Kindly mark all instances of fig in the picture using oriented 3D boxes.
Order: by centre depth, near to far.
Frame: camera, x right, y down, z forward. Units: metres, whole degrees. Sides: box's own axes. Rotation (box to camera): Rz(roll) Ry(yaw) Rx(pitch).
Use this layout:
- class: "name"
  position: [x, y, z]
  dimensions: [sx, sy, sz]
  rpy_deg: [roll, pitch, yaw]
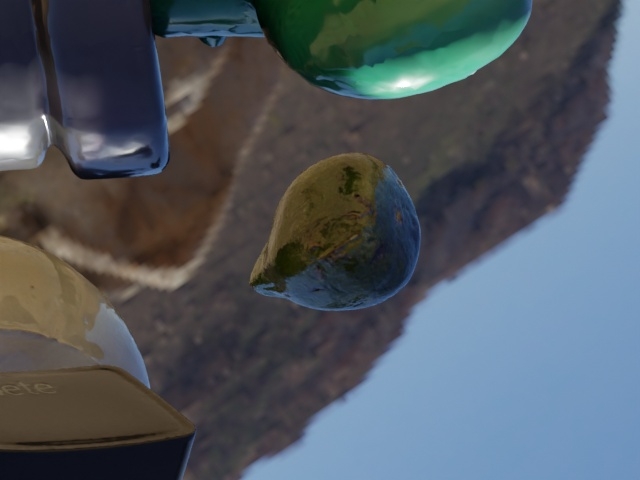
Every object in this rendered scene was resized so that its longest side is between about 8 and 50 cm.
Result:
- class: "fig"
  position: [0.000, 0.000, 1.522]
  dimensions: [0.156, 0.123, 0.123]
  rpy_deg: [-15, -165, 32]

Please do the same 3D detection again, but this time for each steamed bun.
- class: "steamed bun"
  position: [-0.298, 0.142, 1.571]
  dimensions: [0.324, 0.324, 0.206]
  rpy_deg: [-34, -147, -5]

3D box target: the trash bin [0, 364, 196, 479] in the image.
- class: "trash bin"
  position: [-0.193, 0.204, 1.232]
  dimensions: [0.165, 0.225, 0.115]
  rpy_deg: [0, -158, -38]

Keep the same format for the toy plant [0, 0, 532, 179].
- class: "toy plant"
  position: [-0.058, -0.117, 0.735]
  dimensions: [0.400, 0.185, 0.279]
  rpy_deg: [-10, -164, -10]
